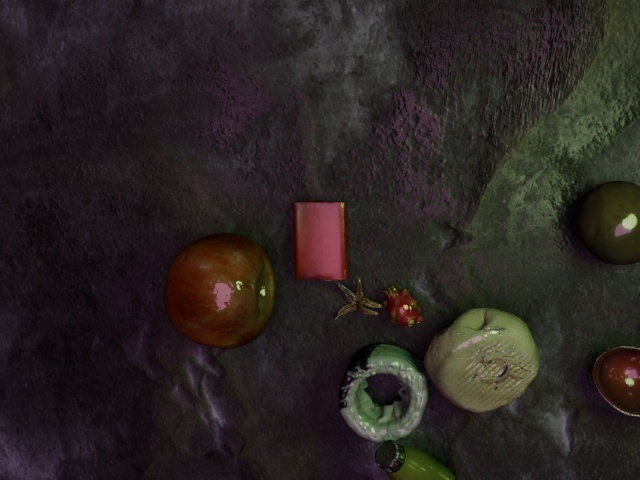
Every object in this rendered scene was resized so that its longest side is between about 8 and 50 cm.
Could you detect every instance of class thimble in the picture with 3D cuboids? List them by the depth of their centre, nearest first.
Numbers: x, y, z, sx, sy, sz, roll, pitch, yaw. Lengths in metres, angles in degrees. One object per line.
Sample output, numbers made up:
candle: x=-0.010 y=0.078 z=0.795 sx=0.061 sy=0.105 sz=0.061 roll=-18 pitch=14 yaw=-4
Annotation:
thimble: x=0.166 y=0.373 z=1.471 sx=0.237 sy=0.150 sz=0.237 roll=2 pitch=98 yaw=11

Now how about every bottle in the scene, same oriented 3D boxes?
bottle: x=0.229 y=0.567 z=1.444 sx=0.112 sy=0.112 sz=0.260 roll=-36 pitch=126 yaw=15

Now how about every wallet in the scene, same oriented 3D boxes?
wallet: x=0.000 y=0.000 z=1.506 sx=0.142 sy=0.045 sz=0.204 roll=0 pitch=98 yaw=14

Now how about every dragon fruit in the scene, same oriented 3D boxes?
dragon fruit: x=0.201 y=0.162 z=1.468 sx=0.086 sy=0.081 sz=0.116 roll=-24 pitch=93 yaw=25

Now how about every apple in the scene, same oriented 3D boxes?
apple: x=-0.256 y=0.126 z=1.460 sx=0.302 sy=0.301 sz=0.301 roll=2 pitch=99 yaw=12

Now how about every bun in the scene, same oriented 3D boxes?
bun: x=0.383 y=0.276 z=1.400 sx=0.273 sy=0.168 sz=0.272 roll=-1 pitch=116 yaw=-2

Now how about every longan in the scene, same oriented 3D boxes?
longan: x=0.658 y=-0.037 z=1.298 sx=0.189 sy=0.189 sz=0.189 roll=2 pitch=99 yaw=12

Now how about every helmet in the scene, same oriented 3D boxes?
helmet: x=0.712 y=0.309 z=1.361 sx=0.175 sy=0.106 sz=0.155 roll=23 pitch=104 yaw=12

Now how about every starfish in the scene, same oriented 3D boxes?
starfish: x=0.082 y=0.160 z=1.515 sx=0.130 sy=0.041 sz=0.133 roll=-43 pitch=73 yaw=23
